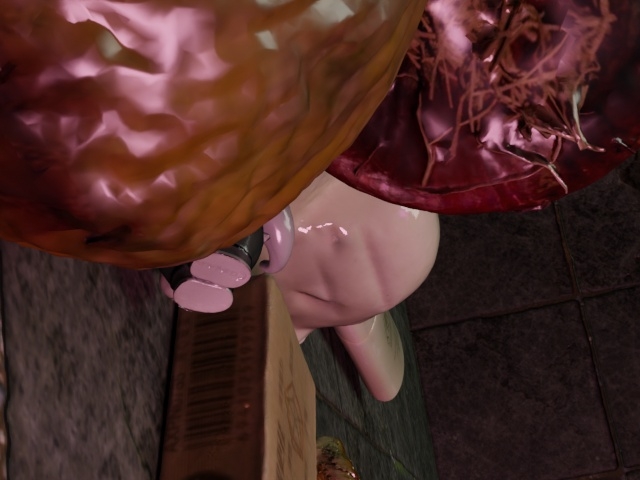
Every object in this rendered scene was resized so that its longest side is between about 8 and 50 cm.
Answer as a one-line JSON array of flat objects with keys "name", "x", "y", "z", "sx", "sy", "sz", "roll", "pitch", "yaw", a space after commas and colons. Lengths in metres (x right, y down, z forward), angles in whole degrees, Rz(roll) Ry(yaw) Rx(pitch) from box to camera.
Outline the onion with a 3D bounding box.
[{"name": "onion", "x": 0.089, "y": -0.171, "z": 0.649, "sx": 0.232, "sy": 0.314, "sz": 0.313, "roll": -57, "pitch": 135, "yaw": -72}]

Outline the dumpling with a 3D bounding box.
[{"name": "dumpling", "x": -0.003, "y": -0.002, "z": 0.947, "sx": 0.175, "sy": 0.227, "sz": 0.243, "roll": 32, "pitch": -24, "yaw": 53}]

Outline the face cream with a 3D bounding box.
[{"name": "face cream", "x": 0.061, "y": 0.112, "z": 1.567, "sx": 0.348, "sy": 0.081, "sz": 0.173, "roll": 65, "pitch": 15, "yaw": -58}]

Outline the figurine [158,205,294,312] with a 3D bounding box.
[{"name": "figurine", "x": -0.078, "y": -0.033, "z": 0.738, "sx": 0.192, "sy": 0.126, "sz": 0.147, "roll": -102, "pitch": -150, "yaw": -47}]

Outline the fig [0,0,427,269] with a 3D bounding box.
[{"name": "fig", "x": -0.018, "y": -0.154, "z": 0.454, "sx": 0.286, "sy": 0.369, "sz": 0.286, "roll": -19, "pitch": 90, "yaw": -85}]

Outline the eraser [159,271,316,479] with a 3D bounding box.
[{"name": "eraser", "x": -0.052, "y": 0.189, "z": 0.695, "sx": 0.343, "sy": 0.078, "sz": 0.144, "roll": -91, "pitch": 166, "yaw": -49}]

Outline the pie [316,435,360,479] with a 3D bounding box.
[{"name": "pie", "x": 0.018, "y": 0.294, "z": 1.034, "sx": 0.163, "sy": 0.079, "sz": 0.193, "roll": -71, "pitch": 149, "yaw": -81}]
